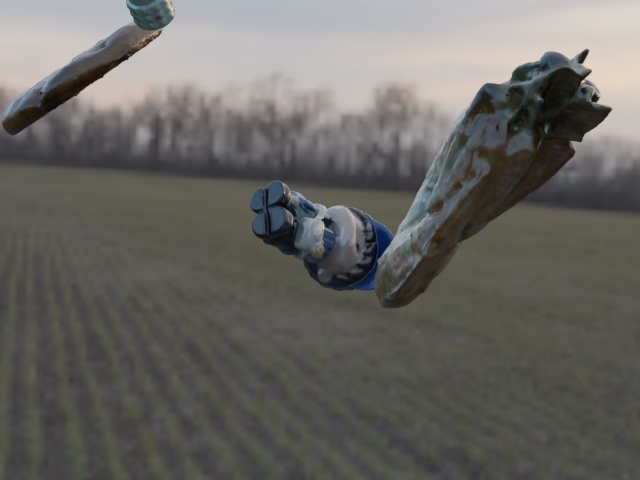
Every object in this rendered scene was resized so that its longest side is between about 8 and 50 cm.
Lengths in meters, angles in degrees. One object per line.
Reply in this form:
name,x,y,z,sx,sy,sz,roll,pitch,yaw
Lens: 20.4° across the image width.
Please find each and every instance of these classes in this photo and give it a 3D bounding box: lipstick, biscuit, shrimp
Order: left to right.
biscuit,-0.261,-0.184,1.940,0.212,0.036,0.212,-34,10,7
lipstick,-0.146,-0.216,1.395,0.037,0.037,0.116,3,-36,18
shrimp,0.110,-0.039,1.224,0.077,0.168,0.317,32,-23,-3

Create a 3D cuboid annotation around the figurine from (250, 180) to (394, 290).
figurine,0.000,0.000,1.519,0.087,0.086,0.149,-30,-32,32
